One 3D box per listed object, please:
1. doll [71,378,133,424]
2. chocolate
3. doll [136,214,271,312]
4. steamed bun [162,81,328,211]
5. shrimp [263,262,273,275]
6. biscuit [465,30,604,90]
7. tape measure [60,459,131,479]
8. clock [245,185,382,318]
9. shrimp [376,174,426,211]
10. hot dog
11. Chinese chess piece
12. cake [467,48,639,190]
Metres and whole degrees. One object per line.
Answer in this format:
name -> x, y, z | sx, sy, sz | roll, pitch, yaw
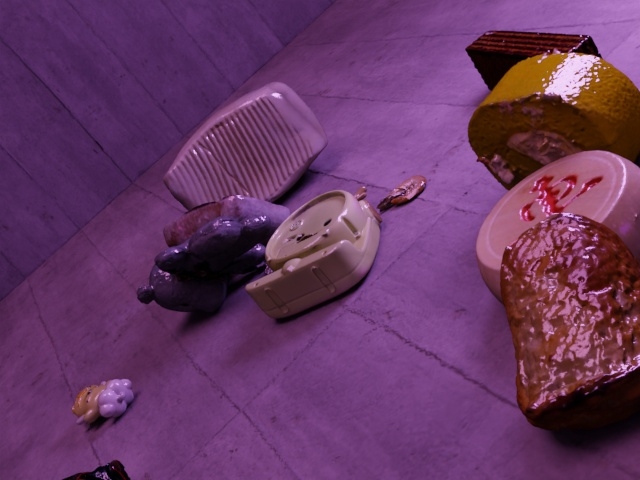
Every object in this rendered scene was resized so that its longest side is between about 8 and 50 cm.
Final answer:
doll -> -0.435, 0.318, 1.928 | 0.162, 0.062, 0.106 | -16, 36, 44
chocolate -> -0.205, -0.014, 2.097 | 0.303, 0.185, 0.100 | -23, 61, 43
doll -> -0.226, 0.060, 1.951 | 0.246, 0.158, 0.340 | -5, -16, -43
steamed bun -> -0.169, -0.207, 2.291 | 0.383, 0.247, 0.236 | -40, 9, 16
shrimp -> -0.057, 0.015, 1.952 | 0.099, 0.041, 0.180 | 3, 43, 40
biscuit -> 0.390, -0.316, 1.752 | 0.073, 0.107, 0.388 | -39, 21, -4
tape measure -> -0.377, 0.450, 1.465 | 0.202, 0.135, 0.223 | -29, 27, 4
clock -> 0.000, 0.000, 1.789 | 0.235, 0.096, 0.308 | -27, 24, 31
shrimp -> 0.153, -0.084, 1.808 | 0.108, 0.023, 0.059 | -37, 30, 8
hot dog -> 0.288, 0.093, 1.080 | 0.175, 0.114, 0.259 | -28, 41, 30
Chinese chess piece -> 0.322, -0.010, 1.267 | 0.251, 0.097, 0.251 | -34, 23, 16
cake -> 0.348, -0.171, 1.433 | 0.260, 0.179, 0.156 | -9, 38, 55
